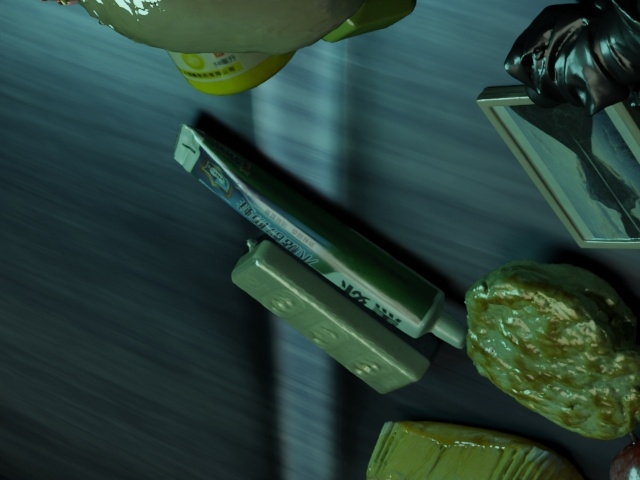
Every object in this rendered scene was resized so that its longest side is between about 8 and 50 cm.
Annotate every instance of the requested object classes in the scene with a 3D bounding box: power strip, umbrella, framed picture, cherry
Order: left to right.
[{"bbox_3d":[0.011,0.081,1.775,0.256,0.070,0.105,38,154,-8],"label":"power strip"},{"bbox_3d":[0.242,-0.061,1.319,0.150,0.015,0.203,2,141,46],"label":"framed picture"},{"bbox_3d":[0.341,0.229,1.656,0.225,0.090,0.107,51,169,3],"label":"cherry"},{"bbox_3d":[0.228,-0.147,1.089,0.272,0.122,0.110,145,114,-67],"label":"umbrella"}]

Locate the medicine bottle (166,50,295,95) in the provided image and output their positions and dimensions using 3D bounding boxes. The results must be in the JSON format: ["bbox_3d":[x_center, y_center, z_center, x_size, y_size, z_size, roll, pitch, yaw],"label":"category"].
[{"bbox_3d":[-0.109,-0.236,1.292,0.122,0.122,0.212,10,146,39],"label":"medicine bottle"}]

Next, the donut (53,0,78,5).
[{"bbox_3d":[-0.269,-0.278,1.470,0.166,0.065,0.117,24,152,22],"label":"donut"}]

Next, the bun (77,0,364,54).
[{"bbox_3d":[-0.074,-0.300,0.990,0.362,0.234,0.326,55,148,36],"label":"bun"}]

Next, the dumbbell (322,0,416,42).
[{"bbox_3d":[0.077,-0.235,1.096,0.108,0.121,0.302,13,165,-28],"label":"dumbbell"}]

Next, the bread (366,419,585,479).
[{"bbox_3d":[0.192,0.312,1.915,0.288,0.119,0.152,3,138,45],"label":"bread"}]

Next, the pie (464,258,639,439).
[{"bbox_3d":[0.247,0.111,1.530,0.201,0.090,0.248,21,148,22],"label":"pie"}]

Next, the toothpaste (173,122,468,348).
[{"bbox_3d":[0.000,0.000,1.653,0.392,0.061,0.099,34,157,2],"label":"toothpaste"}]
